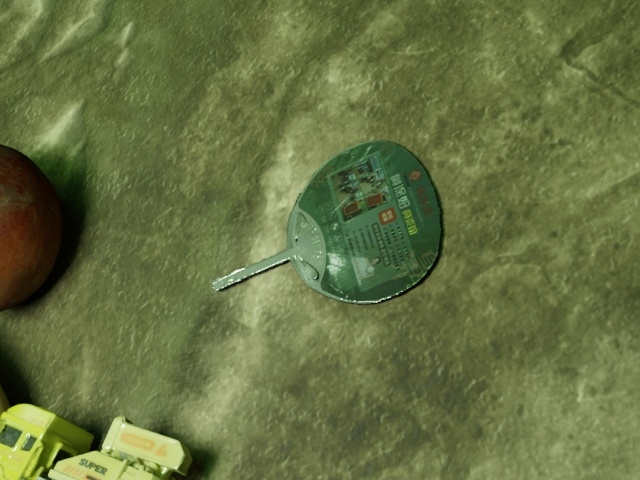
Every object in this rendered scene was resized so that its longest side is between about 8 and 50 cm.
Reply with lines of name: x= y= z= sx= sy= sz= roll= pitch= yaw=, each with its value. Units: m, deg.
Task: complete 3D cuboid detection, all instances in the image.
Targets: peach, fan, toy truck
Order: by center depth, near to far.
toy truck: x=-0.275 y=0.277 z=1.008 sx=0.272 sy=0.124 sz=0.157 roll=11 pitch=65 yaw=29
fan: x=0.016 y=-0.029 z=1.083 sx=0.294 sy=0.012 sz=0.223 roll=3 pitch=67 yaw=26
peach: x=-0.485 y=-0.023 z=1.198 sx=0.252 sy=0.252 sz=0.253 roll=-11 pitch=62 yaw=21

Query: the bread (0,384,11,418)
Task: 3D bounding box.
bread: x=-0.601 y=0.236 z=1.118 sx=0.423 sy=0.245 sz=0.329 roll=8 pitch=81 yaw=30
